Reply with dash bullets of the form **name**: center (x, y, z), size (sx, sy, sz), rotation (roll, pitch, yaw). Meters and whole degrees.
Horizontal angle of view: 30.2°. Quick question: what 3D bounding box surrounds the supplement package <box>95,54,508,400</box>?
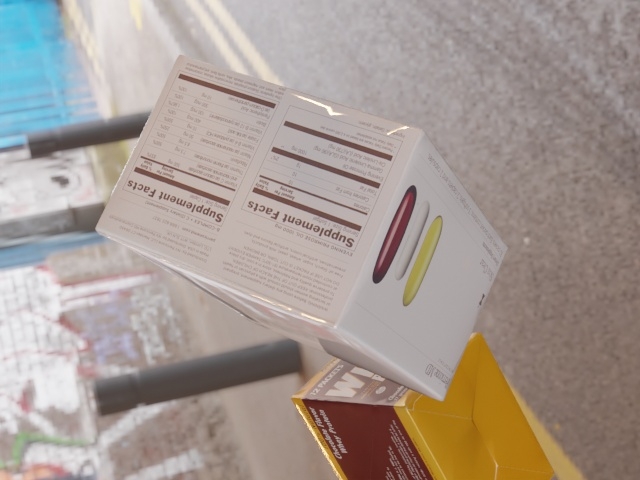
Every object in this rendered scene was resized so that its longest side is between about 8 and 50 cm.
- **supplement package**: center (0.000, 0.000, 0.903), size (0.145, 0.204, 0.262), rotation (-66, -26, -7)

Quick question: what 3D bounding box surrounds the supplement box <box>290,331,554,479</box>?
- **supplement box**: center (0.108, 0.211, 1.282), size (0.194, 0.129, 0.191), rotation (-6, 118, 53)
